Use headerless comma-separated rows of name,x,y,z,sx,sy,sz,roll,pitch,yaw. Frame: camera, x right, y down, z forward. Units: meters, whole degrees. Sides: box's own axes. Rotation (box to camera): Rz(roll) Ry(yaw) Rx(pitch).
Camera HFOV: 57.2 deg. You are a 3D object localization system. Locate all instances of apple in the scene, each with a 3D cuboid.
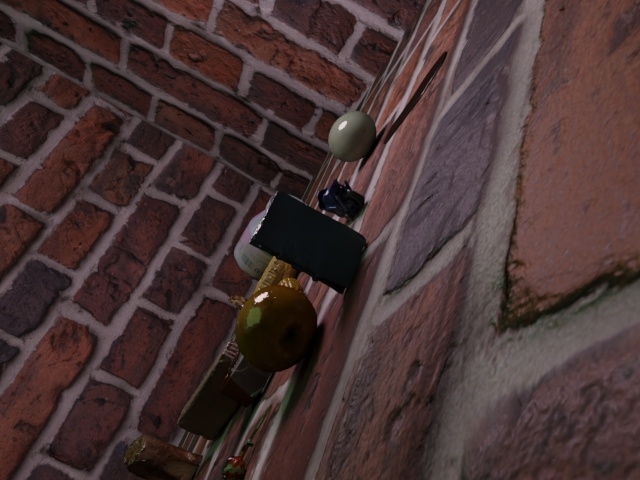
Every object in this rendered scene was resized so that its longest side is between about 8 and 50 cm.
apple,-0.090,0.185,1.230,0.183,0.182,0.155,-62,25,-8

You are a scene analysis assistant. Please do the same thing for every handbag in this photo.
handbag,-0.023,0.005,1.209,0.057,0.221,0.144,-51,11,51

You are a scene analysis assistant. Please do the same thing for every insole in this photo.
insole,0.253,-0.382,1.614,0.328,0.007,0.111,-54,9,47

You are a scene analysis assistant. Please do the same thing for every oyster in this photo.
oyster,-0.277,0.281,2.239,0.110,0.204,0.396,-25,7,-6

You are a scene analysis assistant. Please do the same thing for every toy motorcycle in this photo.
toy motorcycle,0.049,-0.108,1.570,0.076,0.114,0.205,-62,6,-14

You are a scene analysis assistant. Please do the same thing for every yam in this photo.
yam,-0.523,0.739,1.955,0.128,0.238,0.129,-50,19,32

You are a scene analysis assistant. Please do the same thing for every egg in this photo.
egg,0.106,-0.341,1.930,0.192,0.149,0.149,-49,14,48

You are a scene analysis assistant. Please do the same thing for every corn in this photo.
corn,-0.086,0.160,1.603,0.260,0.091,0.091,-94,-7,-78

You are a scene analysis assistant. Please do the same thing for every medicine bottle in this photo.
medicine bottle,-0.165,-0.011,2.253,0.290,0.245,0.245,-54,10,32

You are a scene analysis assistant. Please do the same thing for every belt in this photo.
belt,-0.169,0.309,1.578,0.261,0.105,0.184,-62,4,-31

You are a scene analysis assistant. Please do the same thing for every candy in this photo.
candy,-0.152,0.432,1.257,0.055,0.049,0.185,-40,13,54

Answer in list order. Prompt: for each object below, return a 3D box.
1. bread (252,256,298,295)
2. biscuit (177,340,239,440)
bread,-0.157,0.145,2.111,0.236,0.106,0.140,-60,6,12
biscuit,-0.307,0.473,1.799,0.426,0.144,0.078,-54,11,36
